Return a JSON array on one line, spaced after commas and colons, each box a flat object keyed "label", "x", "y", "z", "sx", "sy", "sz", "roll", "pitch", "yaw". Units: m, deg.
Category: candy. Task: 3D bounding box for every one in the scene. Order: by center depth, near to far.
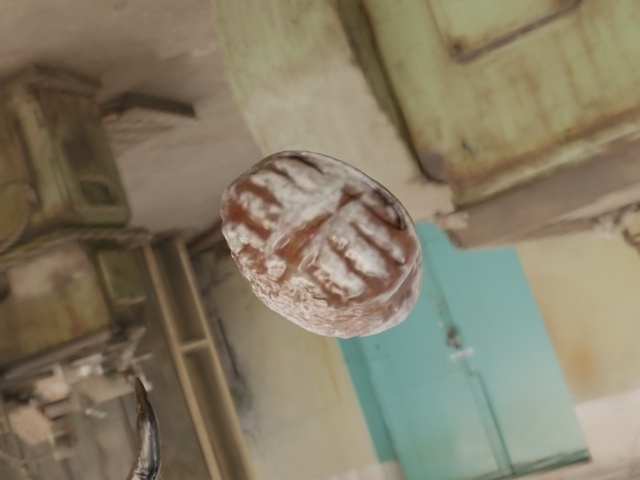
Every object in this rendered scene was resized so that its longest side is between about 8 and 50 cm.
[{"label": "candy", "x": 0.000, "y": 0.000, "z": 1.608, "sx": 0.214, "sy": 0.289, "sz": 0.157, "roll": -50, "pitch": 157, "yaw": -18}]

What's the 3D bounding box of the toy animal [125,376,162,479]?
[{"label": "toy animal", "x": -0.141, "y": 0.203, "z": 0.886, "sx": 0.272, "sy": 0.197, "sz": 0.160, "roll": -7, "pitch": 171, "yaw": -21}]
